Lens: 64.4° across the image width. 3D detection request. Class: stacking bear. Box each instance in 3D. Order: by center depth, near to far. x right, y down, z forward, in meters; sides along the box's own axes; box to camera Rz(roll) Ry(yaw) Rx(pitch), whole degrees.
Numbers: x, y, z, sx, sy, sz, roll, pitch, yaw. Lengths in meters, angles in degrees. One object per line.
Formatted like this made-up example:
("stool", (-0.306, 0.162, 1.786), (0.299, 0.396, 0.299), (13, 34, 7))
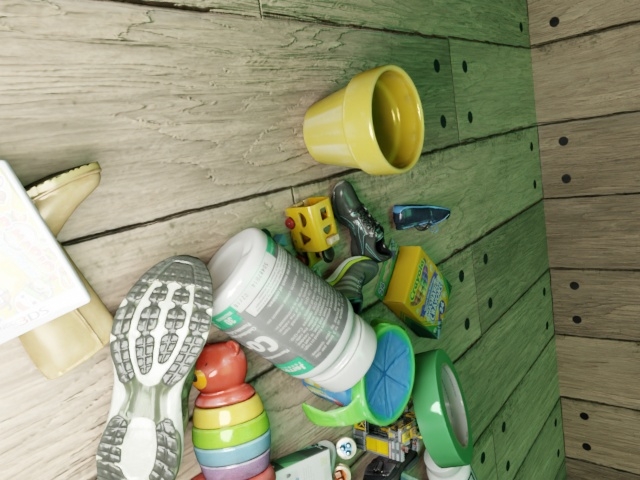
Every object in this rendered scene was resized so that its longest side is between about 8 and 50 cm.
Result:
("stacking bear", (-0.185, 0.343, 0.999), (0.164, 0.175, 0.289), (-7, 88, -48))

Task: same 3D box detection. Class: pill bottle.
("pill bottle", (-0.062, 0.153, 1.045), (0.361, 0.204, 0.204), (39, 59, -25))
("pill bottle", (0.454, 0.815, 1.749), (0.153, 0.153, 0.265), (-49, 125, -38))

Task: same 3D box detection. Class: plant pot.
("plant pot", (0.097, -0.284, 1.270), (0.254, 0.239, 0.254), (1, 88, -49))

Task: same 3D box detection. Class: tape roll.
("tape roll", (0.351, 0.478, 1.459), (0.321, 0.077, 0.321), (50, 31, -44))

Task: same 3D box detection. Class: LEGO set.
("LEGO set", (0.238, 0.482, 1.463), (0.331, 0.192, 0.255), (11, 82, -50))

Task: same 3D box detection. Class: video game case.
("video game case", (-0.464, 0.035, 0.682), (0.206, 0.026, 0.227), (-27, 113, -13))

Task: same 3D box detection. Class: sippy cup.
("sippy cup", (0.079, 0.314, 1.253), (0.305, 0.224, 0.240), (10, 81, -50))

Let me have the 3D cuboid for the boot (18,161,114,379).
("boot", (-0.396, 0.040, 0.801), (0.236, 0.089, 0.270), (-37, 117, -30))

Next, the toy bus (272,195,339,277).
("toy bus", (-0.006, -0.009, 1.248), (0.202, 0.104, 0.191), (32, 66, -45))

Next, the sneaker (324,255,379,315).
("sneaker", (0.070, 0.139, 1.306), (0.300, 0.121, 0.111), (-34, 139, -42))

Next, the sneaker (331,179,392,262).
("sneaker", (0.119, -0.050, 1.400), (0.101, 0.106, 0.267), (-47, 122, -38))

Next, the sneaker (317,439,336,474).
("sneaker", (-0.006, 0.611, 1.276), (0.094, 0.080, 0.212), (42, 63, -56))

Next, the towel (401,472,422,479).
("towel", (0.234, 0.870, 1.579), (0.209, 0.034, 0.285), (44, 58, -39))

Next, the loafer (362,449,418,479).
("loafer", (0.198, 0.648, 1.492), (0.302, 0.109, 0.095), (-2, 84, -58))

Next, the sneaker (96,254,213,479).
("sneaker", (-0.282, 0.226, 0.897), (0.158, 0.182, 0.411), (13, 85, -5))

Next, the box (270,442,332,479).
("box", (-0.106, 0.609, 1.100), (0.322, 0.058, 0.233), (-5, 88, -40))

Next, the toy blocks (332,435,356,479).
("toy blocks", (0.059, 0.568, 1.301), (0.148, 0.054, 0.123), (79, 24, -71))

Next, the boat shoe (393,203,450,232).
("boat shoe", (0.324, -0.073, 1.666), (0.258, 0.109, 0.089), (-2, 98, -34))

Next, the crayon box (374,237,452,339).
("crayon box", (0.309, 0.160, 1.639), (0.323, 0.083, 0.203), (43, 58, -40))
